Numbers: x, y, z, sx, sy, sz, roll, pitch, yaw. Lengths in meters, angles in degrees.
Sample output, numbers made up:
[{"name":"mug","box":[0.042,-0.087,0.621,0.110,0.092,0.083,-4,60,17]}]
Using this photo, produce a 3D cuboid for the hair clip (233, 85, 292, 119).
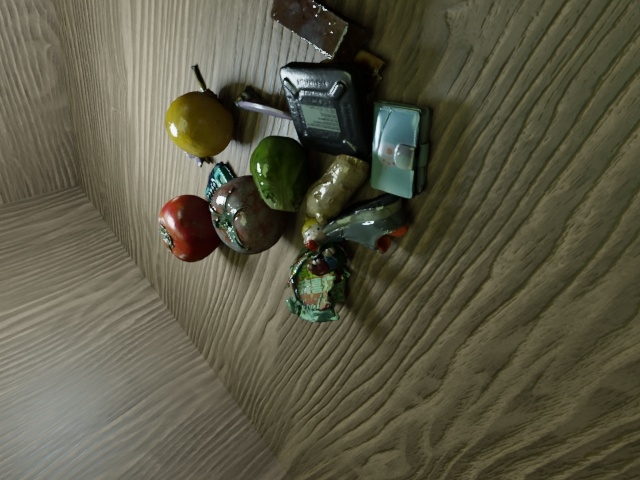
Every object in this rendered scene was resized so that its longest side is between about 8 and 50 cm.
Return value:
[{"name":"hair clip","box":[-0.198,-0.475,1.480,0.358,0.095,0.110,36,165,39]}]

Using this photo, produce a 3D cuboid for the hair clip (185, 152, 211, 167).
[{"name":"hair clip","box":[-0.613,-0.467,1.975,0.106,0.084,0.292,-47,69,31]}]

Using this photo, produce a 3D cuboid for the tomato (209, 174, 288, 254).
[{"name":"tomato","box":[-0.284,-0.101,1.648,0.316,0.282,0.317,21,123,36]}]

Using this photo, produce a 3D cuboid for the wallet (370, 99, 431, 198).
[{"name":"wallet","box":[0.218,-0.255,1.172,0.176,0.075,0.250,25,128,38]}]

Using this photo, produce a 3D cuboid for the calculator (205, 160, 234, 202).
[{"name":"calculator","box":[-0.449,-0.201,1.951,0.248,0.058,0.274,59,142,6]}]

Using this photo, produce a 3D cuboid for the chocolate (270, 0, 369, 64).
[{"name":"chocolate","box":[-0.018,-0.613,1.169,0.321,0.112,0.112,46,124,25]}]

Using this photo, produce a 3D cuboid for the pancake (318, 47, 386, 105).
[{"name":"pancake","box":[0.068,-0.474,1.222,0.212,0.056,0.257,48,140,11]}]

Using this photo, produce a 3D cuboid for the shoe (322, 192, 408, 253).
[{"name":"shoe","box":[0.155,-0.034,1.345,0.336,0.132,0.171,-17,110,50]}]

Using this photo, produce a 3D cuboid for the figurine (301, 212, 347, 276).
[{"name":"figurine","box":[-0.012,0.007,1.486,0.127,0.185,0.234,-31,83,42]}]

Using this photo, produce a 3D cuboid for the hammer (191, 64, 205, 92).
[{"name":"hammer","box":[-0.508,-0.650,1.786,0.078,0.021,0.201,-13,101,50]}]

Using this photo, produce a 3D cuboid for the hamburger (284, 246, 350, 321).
[{"name":"hamburger","box":[-0.006,0.178,1.631,0.260,0.150,0.276,15,100,23]}]

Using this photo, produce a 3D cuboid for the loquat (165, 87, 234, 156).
[{"name":"loquat","box":[-0.482,-0.476,1.671,0.275,0.275,0.275,25,128,37]}]

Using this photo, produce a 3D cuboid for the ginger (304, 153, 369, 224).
[{"name":"ginger","box":[0.044,-0.168,1.354,0.126,0.190,0.354,20,146,-16]}]

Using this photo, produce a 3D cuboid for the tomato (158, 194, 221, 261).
[{"name":"tomato","box":[-0.638,-0.056,2.058,0.325,0.290,0.293,55,138,12]}]

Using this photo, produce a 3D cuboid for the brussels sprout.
[{"name":"brussels sprout","box":[-0.137,-0.229,1.455,0.219,0.210,0.271,-147,52,-65]}]

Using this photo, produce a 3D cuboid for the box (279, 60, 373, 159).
[{"name":"box","box":[0.018,-0.387,1.247,0.290,0.073,0.289,22,144,36]}]
